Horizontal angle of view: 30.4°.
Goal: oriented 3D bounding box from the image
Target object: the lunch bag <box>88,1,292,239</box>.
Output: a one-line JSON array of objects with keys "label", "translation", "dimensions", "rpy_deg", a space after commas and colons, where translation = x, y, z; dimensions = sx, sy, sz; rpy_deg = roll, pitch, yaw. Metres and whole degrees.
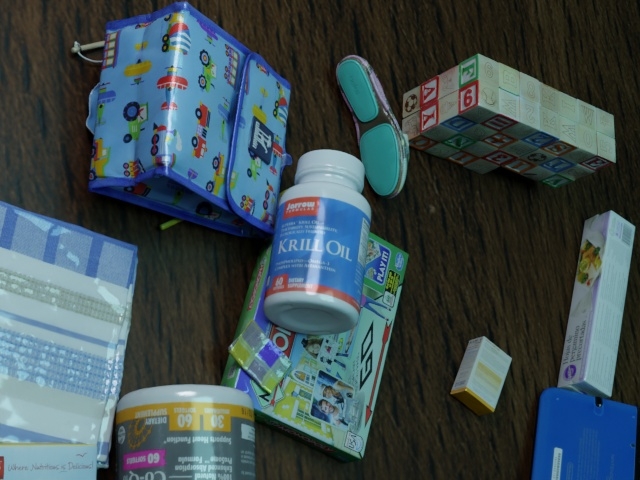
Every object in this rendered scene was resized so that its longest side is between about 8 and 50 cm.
[{"label": "lunch bag", "translation": [-0.139, -0.136, 1.508], "dimensions": [0.293, 0.138, 0.220], "rpy_deg": [23, 66, -52]}]

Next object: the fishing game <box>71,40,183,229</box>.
[{"label": "fishing game", "translation": [-0.216, -0.150, 1.529], "dimensions": [0.189, 0.041, 0.264], "rpy_deg": [-22, 88, -42]}]

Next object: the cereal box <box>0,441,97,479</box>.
[{"label": "cereal box", "translation": [-0.320, 0.333, 1.237], "dimensions": [0.173, 0.047, 0.240], "rpy_deg": [10, 76, -44]}]

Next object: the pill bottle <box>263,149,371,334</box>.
[{"label": "pill bottle", "translation": [0.000, 0.000, 1.524], "dimensions": [0.124, 0.124, 0.221], "rpy_deg": [22, 61, -29]}]

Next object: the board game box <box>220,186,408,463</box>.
[{"label": "board game box", "translation": [-0.004, 0.113, 1.590], "dimensions": [0.214, 0.046, 0.317], "rpy_deg": [30, 59, -26]}]

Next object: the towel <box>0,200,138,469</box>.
[{"label": "towel", "translation": [-0.320, 0.110, 1.363], "dimensions": [0.209, 0.034, 0.284], "rpy_deg": [20, 62, -30]}]

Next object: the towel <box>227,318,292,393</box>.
[{"label": "towel", "translation": [-0.076, 0.146, 1.488], "dimensions": [0.083, 0.009, 0.060], "rpy_deg": [50, 51, -11]}]

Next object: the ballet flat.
[{"label": "ballet flat", "translation": [0.088, -0.172, 1.749], "dimensions": [0.079, 0.077, 0.221], "rpy_deg": [-11, 80, -58]}]

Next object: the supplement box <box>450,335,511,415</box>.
[{"label": "supplement box", "translation": [0.238, 0.200, 1.744], "dimensions": [0.062, 0.036, 0.098], "rpy_deg": [39, 55, -19]}]

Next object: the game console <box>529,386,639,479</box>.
[{"label": "game console", "translation": [0.425, 0.407, 1.798], "dimensions": [0.250, 0.173, 0.293], "rpy_deg": [13, 53, 1]}]

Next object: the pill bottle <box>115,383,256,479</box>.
[{"label": "pill bottle", "translation": [-0.151, 0.312, 1.334], "dimensions": [0.162, 0.162, 0.278], "rpy_deg": [9, 68, -34]}]

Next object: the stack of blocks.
[{"label": "stack of blocks", "translation": [0.294, -0.173, 1.832], "dimensions": [0.297, 0.171, 0.087], "rpy_deg": [17, 64, -32]}]

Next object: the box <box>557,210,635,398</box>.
[{"label": "box", "translation": [0.451, 0.104, 1.920], "dimensions": [0.067, 0.063, 0.324], "rpy_deg": [29, 58, -24]}]
